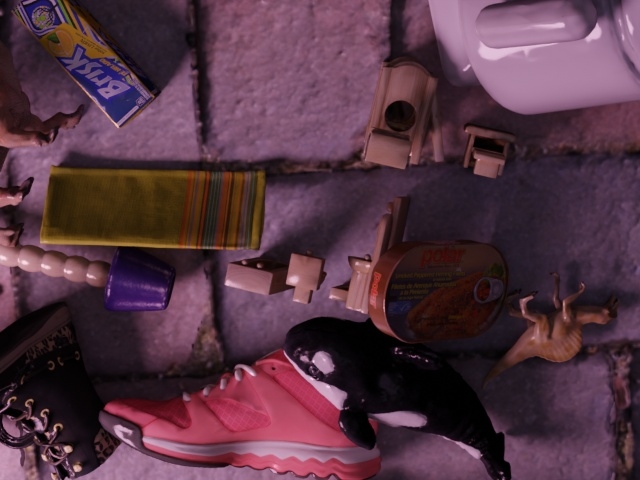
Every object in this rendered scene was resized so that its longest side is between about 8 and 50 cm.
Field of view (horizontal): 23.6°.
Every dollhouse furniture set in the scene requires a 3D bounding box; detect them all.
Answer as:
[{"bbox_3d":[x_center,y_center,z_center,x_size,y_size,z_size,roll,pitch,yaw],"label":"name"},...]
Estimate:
[{"bbox_3d":[0.000,0.000,1.633,0.151,0.144,0.123,13,95,13],"label":"dollhouse furniture set"},{"bbox_3d":[0.134,-0.124,1.576,0.161,0.182,0.101,13,100,-1],"label":"dollhouse furniture set"}]

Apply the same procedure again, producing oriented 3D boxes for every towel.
[{"bbox_3d":[-0.178,-0.037,1.644,0.237,0.102,0.021,2,144,1],"label":"towel"}]

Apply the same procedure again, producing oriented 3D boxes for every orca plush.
[{"bbox_3d":[0.103,0.161,1.634,0.287,0.102,0.151,42,55,-6],"label":"orca plush"}]

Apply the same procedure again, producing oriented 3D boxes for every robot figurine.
[{"bbox_3d":[0.277,-0.232,1.499,0.354,0.300,0.199,-4,106,40],"label":"robot figurine"}]

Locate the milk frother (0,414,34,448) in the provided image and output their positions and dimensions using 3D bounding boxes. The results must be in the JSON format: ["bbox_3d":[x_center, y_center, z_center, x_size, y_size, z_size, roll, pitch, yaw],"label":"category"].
[{"bbox_3d":[-0.381,0.190,1.660,0.143,0.135,0.129,-20,100,4],"label":"milk frother"}]

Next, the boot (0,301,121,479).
[{"bbox_3d":[-0.305,0.187,1.620,0.085,0.236,0.178,-17,106,30],"label":"boot"}]

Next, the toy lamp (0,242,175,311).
[{"bbox_3d":[-0.295,0.022,1.659,0.275,0.080,0.080,13,100,-3],"label":"toy lamp"}]

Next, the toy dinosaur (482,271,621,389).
[{"bbox_3d":[0.242,0.097,1.680,0.183,0.053,0.092,-30,100,5],"label":"toy dinosaur"}]

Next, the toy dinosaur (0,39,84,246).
[{"bbox_3d":[-0.376,-0.112,1.587,0.200,0.127,0.295,24,77,-2],"label":"toy dinosaur"}]

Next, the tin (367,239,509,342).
[{"bbox_3d":[0.126,0.051,1.627,0.190,0.040,0.106,-1,106,-42],"label":"tin"}]

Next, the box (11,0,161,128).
[{"bbox_3d":[-0.247,-0.200,1.629,0.054,0.059,0.169,-42,97,9],"label":"box"}]

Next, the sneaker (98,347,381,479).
[{"bbox_3d":[-0.083,0.181,1.680,0.314,0.116,0.136,8,88,-10],"label":"sneaker"}]
